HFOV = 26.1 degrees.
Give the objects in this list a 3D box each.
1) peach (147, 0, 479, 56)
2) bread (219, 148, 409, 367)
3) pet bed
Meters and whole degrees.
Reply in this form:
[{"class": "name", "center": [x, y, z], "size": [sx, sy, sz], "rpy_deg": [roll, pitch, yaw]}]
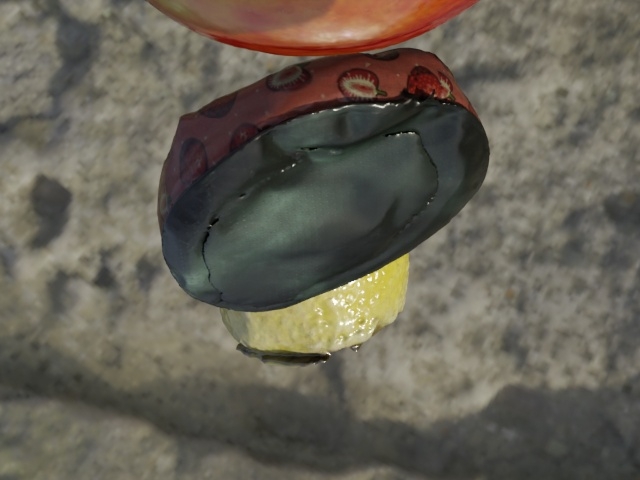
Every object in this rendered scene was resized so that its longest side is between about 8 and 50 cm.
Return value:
[{"class": "peach", "center": [0.017, -0.159, 0.473], "size": [0.197, 0.197, 0.197], "rpy_deg": [16, 134, 18]}, {"class": "bread", "center": [-0.004, -0.001, 1.149], "size": [0.197, 0.197, 0.170], "rpy_deg": [6, 116, 26]}, {"class": "pet bed", "center": [0.001, -0.029, 0.753], "size": [0.201, 0.201, 0.053], "rpy_deg": [-54, 48, 47]}]
